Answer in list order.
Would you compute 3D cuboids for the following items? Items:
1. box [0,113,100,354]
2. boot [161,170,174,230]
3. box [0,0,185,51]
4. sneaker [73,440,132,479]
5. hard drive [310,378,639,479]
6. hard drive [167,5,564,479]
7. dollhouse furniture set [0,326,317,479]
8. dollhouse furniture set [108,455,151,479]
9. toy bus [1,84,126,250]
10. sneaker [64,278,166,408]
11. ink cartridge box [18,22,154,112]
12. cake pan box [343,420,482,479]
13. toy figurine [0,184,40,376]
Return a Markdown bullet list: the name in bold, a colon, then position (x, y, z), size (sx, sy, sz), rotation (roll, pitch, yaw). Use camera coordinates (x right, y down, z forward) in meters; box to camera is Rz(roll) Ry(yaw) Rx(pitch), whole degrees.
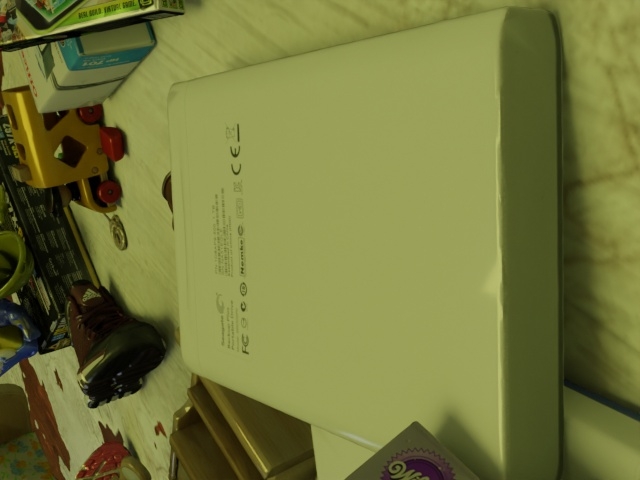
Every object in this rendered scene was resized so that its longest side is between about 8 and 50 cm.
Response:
- **box**: position (-0.449, -0.002, 1.314), size (0.257, 0.079, 0.322), rotation (-41, 71, 57)
- **boot**: position (-0.106, 0.000, 0.775), size (0.114, 0.037, 0.106), rotation (56, 161, 31)
- **box**: position (-0.215, -0.233, 0.711), size (0.207, 0.036, 0.114), rotation (-4, 98, 28)
- **sneaker**: position (-0.349, 0.454, 1.379), size (0.112, 0.121, 0.299), rotation (-99, 14, -64)
- **hard drive**: position (0.095, 0.160, 0.524), size (0.318, 0.040, 0.210), rotation (23, 126, 53)
- **hard drive**: position (0.000, 0.000, 0.531), size (0.353, 0.047, 0.233), rotation (6, 100, 56)
- **dollhouse furniture set**: position (-0.214, 0.262, 0.745), size (0.362, 0.394, 0.256), rotation (49, 144, 33)
- **dollhouse furniture set**: position (-0.243, 0.461, 0.923), size (0.303, 0.355, 0.174), rotation (34, 138, 16)
- **toy bus**: position (-0.315, -0.098, 1.002), size (0.202, 0.104, 0.191), rotation (58, 148, 23)
- **sneaker**: position (-0.287, 0.114, 1.083), size (0.162, 0.106, 0.281), rotation (67, 151, 13)
- **ink cartridge box**: position (-0.251, -0.225, 0.845), size (0.190, 0.082, 0.140), rotation (-18, 91, 58)
- **cake pan box**: position (0.108, 0.244, 0.410), size (0.267, 0.070, 0.246), rotation (38, 149, 34)
- **toy figurine**: position (-0.507, 0.111, 1.278), size (0.362, 0.217, 0.191), rotation (-37, 50, 15)
